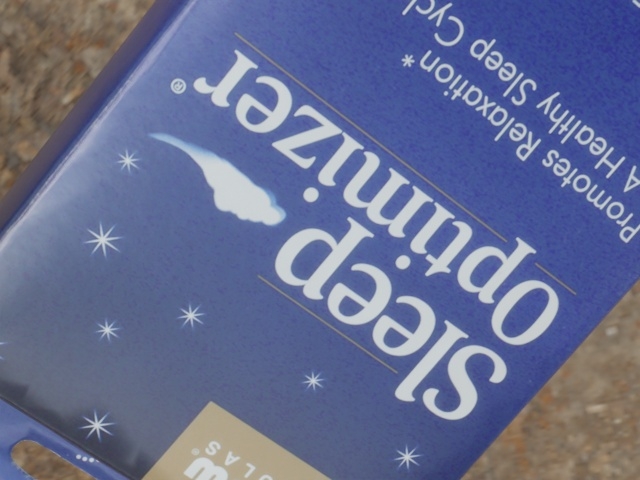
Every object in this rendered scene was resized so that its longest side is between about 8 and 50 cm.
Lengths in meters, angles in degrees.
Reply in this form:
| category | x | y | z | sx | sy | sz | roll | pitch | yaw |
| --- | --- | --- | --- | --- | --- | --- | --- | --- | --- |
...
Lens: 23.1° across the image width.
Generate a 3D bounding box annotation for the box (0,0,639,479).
| category | x | y | z | sx | sy | sz | roll | pitch | yaw |
| --- | --- | --- | --- | --- | --- | --- | --- | --- | --- |
| box | 0.000 | 0.000 | 0.387 | 0.136 | 0.036 | 0.225 | 36 | 103 | -20 |
